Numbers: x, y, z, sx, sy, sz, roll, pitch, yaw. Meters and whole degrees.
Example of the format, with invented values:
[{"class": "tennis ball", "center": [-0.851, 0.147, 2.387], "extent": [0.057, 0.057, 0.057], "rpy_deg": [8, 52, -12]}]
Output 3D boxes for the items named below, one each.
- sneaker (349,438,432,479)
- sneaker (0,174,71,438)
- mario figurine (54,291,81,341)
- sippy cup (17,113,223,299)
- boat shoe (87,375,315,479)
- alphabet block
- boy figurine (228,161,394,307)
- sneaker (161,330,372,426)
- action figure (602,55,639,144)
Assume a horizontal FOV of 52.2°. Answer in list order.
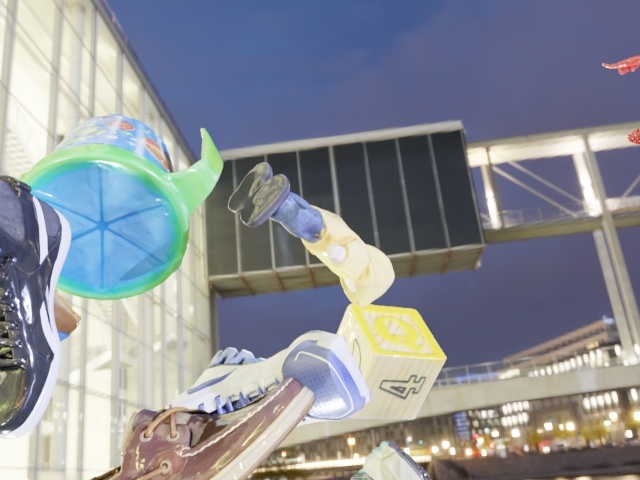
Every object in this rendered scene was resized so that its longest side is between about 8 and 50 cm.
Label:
[{"class": "sneaker", "center": [0.127, 0.359, 0.706], "extent": [0.122, 0.283, 0.110], "rpy_deg": [-42, -10, -1]}, {"class": "sneaker", "center": [-0.279, 0.047, 0.543], "extent": [0.079, 0.216, 0.121], "rpy_deg": [-11, -27, 10]}, {"class": "mario figurine", "center": [-0.380, 0.149, 0.590], "extent": [0.170, 0.320, 0.198], "rpy_deg": [41, -24, -15]}, {"class": "sippy cup", "center": [-0.308, -0.069, 0.956], "extent": [0.306, 0.224, 0.240], "rpy_deg": [8, -59, -15]}, {"class": "boat shoe", "center": [-0.167, 0.234, 0.700], "extent": [0.342, 0.123, 0.123], "rpy_deg": [-36, -6, 6]}, {"class": "alphabet block", "center": [0.146, 0.285, 1.539], "extent": [0.194, 0.192, 0.197], "rpy_deg": [7, -61, -24]}, {"class": "boy figurine", "center": [0.000, 0.000, 0.939], "extent": [0.092, 0.177, 0.285], "rpy_deg": [-50, -51, 0]}, {"class": "sneaker", "center": [-0.095, 0.227, 0.851], "extent": [0.316, 0.127, 0.182], "rpy_deg": [-18, 15, 44]}, {"class": "action figure", "center": [0.305, -0.134, 0.574], "extent": [0.139, 0.091, 0.280], "rpy_deg": [-9, 3, 39]}]
